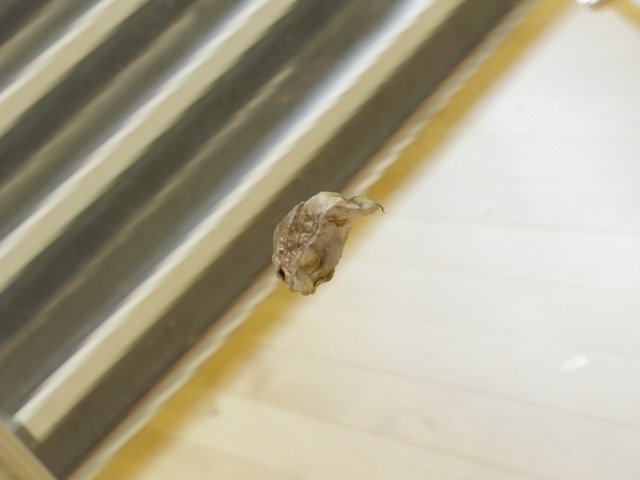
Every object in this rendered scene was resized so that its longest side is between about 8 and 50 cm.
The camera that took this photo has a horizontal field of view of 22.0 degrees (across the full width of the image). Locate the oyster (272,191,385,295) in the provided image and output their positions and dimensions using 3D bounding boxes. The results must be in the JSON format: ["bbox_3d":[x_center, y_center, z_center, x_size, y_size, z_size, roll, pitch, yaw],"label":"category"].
[{"bbox_3d":[-0.003,0.001,0.829,0.051,0.034,0.093,-17,-27,-38],"label":"oyster"}]
